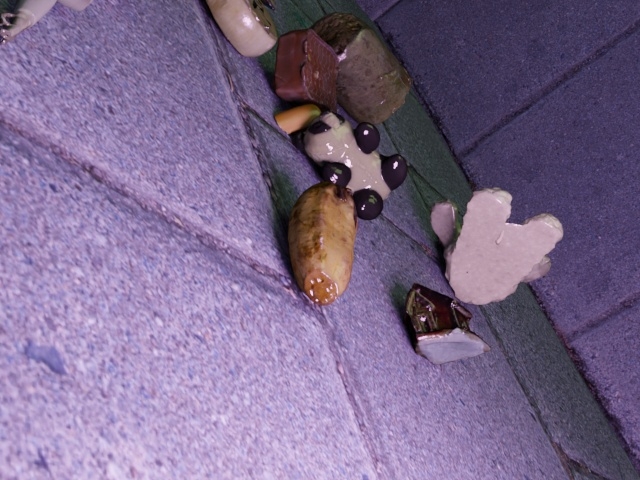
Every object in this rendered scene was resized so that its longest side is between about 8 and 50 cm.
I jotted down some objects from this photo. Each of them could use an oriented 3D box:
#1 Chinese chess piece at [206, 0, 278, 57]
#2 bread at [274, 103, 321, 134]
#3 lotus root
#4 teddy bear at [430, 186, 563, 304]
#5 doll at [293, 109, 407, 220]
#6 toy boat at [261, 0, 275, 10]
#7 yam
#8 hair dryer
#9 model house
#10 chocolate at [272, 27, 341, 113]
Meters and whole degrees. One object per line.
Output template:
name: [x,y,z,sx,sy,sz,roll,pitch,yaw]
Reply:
Chinese chess piece: [-0.159,-0.460,1.631,0.188,0.083,0.188,53,16,-22]
bread: [-0.050,-0.233,1.584,0.049,0.103,0.062,67,-25,5]
lotus root: [0.000,0.000,1.192,0.110,0.097,0.258,41,28,-19]
teddy bear: [0.425,-0.021,2.006,0.327,0.375,0.362,27,35,4]
doll: [0.058,-0.148,1.569,0.234,0.143,0.135,44,-9,-32]
toy boat: [-0.167,-0.655,2.025,0.210,0.066,0.084,58,19,10]
yam: [0.092,-0.436,2.078,0.300,0.195,0.195,37,25,-44]
hair dryer: [-0.350,-0.301,0.912,0.206,0.075,0.237,34,34,-34]
model house: [0.207,0.135,1.457,0.165,0.106,0.152,41,23,-50]
chocolate: [-0.031,-0.344,1.696,0.214,0.093,0.148,16,72,-68]
